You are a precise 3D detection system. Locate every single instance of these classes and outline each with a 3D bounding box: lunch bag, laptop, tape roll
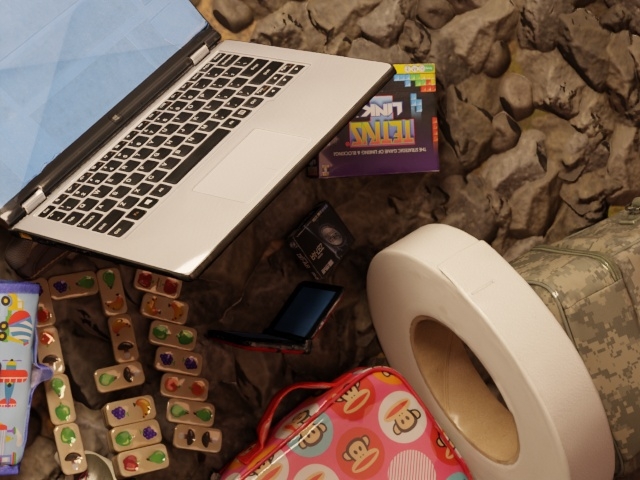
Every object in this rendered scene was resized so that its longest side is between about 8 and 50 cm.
[{"bbox_3d":[-0.442,0.149,1.606,0.293,0.138,0.221,3,94,-27],"label":"lunch bag"},{"bbox_3d":[-0.206,-0.195,1.559,0.382,0.408,0.236,-48,136,-34],"label":"laptop"},{"bbox_3d":[0.193,0.161,1.730,0.072,0.392,0.392,-30,103,-19],"label":"tape roll"},{"bbox_3d":[0.016,0.295,1.800,0.293,0.120,0.258,-36,96,-16],"label":"lunch bag"},{"bbox_3d":[0.392,0.127,1.906,0.256,0.212,0.305,-27,103,-19],"label":"lunch bag"}]

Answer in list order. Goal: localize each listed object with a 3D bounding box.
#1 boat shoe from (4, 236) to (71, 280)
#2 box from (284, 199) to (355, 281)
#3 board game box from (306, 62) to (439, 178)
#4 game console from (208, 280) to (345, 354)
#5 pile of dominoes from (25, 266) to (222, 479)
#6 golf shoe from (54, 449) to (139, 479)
[{"bbox_3d":[-0.197,-0.048,1.698,0.355,0.132,0.130,-35,104,-16],"label":"boat shoe"},{"bbox_3d":[0.000,0.000,1.825,0.067,0.018,0.083,55,49,-15],"label":"box"},{"bbox_3d":[0.064,-0.152,1.847,0.170,0.048,0.141,-5,93,-22],"label":"board game box"},{"bbox_3d":[-0.055,0.088,1.755,0.124,0.144,0.085,6,89,-22],"label":"game console"},{"bbox_3d":[-0.226,0.148,1.705,0.196,0.040,0.251,-10,80,-23],"label":"pile of dominoes"},{"bbox_3d":[-0.314,0.372,1.691,0.120,0.105,0.273,33,71,-11],"label":"golf shoe"}]
